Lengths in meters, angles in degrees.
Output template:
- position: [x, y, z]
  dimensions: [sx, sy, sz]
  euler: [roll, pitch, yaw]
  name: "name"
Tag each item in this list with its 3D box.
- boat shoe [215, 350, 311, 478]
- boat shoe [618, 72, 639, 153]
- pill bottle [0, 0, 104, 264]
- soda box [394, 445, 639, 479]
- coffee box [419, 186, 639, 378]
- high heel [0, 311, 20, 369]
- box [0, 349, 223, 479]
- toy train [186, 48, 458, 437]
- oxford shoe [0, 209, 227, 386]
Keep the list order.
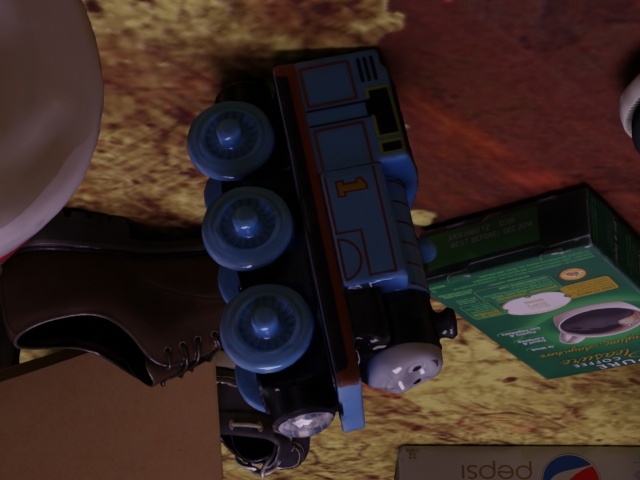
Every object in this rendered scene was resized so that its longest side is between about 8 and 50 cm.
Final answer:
- position: [-0.059, 0.145, 1.128]
  dimensions: [0.075, 0.065, 0.206]
  euler: [-8, 153, 15]
  name: "boat shoe"
- position: [0.313, -0.024, 0.730]
  dimensions: [0.340, 0.113, 0.127]
  euler: [6, 153, -13]
  name: "boat shoe"
- position: [-0.242, -0.019, 0.665]
  dimensions: [0.176, 0.176, 0.318]
  euler: [17, 149, -31]
  name: "pill bottle"
- position: [0.171, 0.215, 1.270]
  dimensions: [0.216, 0.069, 0.074]
  euler: [1, 154, -1]
  name: "soda box"
- position: [0.150, 0.032, 0.927]
  dimensions: [0.113, 0.040, 0.184]
  euler: [-16, 150, 30]
  name: "coffee box"
- position: [-0.290, 0.096, 0.888]
  dimensions: [0.261, 0.186, 0.093]
  euler: [20, 148, -35]
  name: "high heel"
- position: [-0.141, 0.143, 0.944]
  dimensions: [0.021, 0.165, 0.201]
  euler: [12, -159, 43]
  name: "box"
- position: [0.000, 0.000, 0.708]
  dimensions: [0.105, 0.184, 0.080]
  euler: [-12, 153, 0]
  name: "toy train"
- position: [-0.076, 0.046, 0.895]
  dimensions: [0.227, 0.096, 0.083]
  euler: [3, 152, -11]
  name: "oxford shoe"
